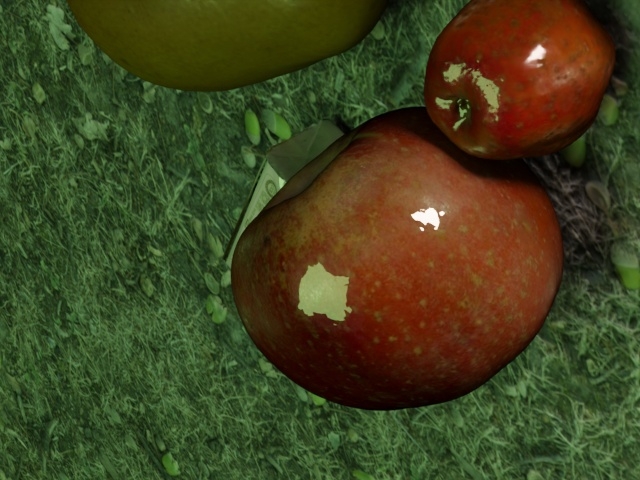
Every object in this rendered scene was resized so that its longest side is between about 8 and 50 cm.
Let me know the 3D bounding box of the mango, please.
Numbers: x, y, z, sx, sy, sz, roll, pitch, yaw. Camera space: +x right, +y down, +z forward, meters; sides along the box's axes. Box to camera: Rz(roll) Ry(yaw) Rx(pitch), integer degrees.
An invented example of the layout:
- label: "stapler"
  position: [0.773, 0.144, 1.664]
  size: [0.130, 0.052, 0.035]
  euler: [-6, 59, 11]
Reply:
- label: "mango"
  position: [-0.109, -0.306, 2.183]
  size: [0.445, 0.232, 0.300]
  euler: [10, 119, 45]

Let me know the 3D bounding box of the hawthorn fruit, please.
- label: "hawthorn fruit"
  position: [0.188, -0.163, 1.916]
  size: [0.189, 0.189, 0.189]
  euler: [35, 140, 36]

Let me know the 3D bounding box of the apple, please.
- label: "apple"
  position: [0.084, 0.024, 2.052]
  size: [0.277, 0.348, 0.348]
  euler: [50, 150, -8]

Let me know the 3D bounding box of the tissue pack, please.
- label: "tissue pack"
  position: [0.000, 0.000, 2.361]
  size: [0.185, 0.124, 0.225]
  euler: [50, 147, 18]
